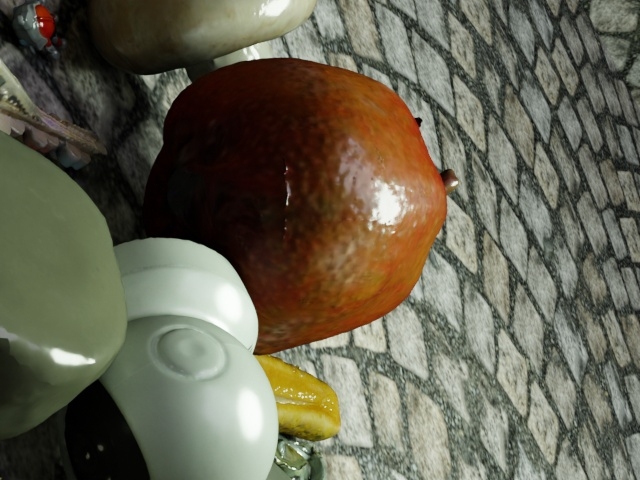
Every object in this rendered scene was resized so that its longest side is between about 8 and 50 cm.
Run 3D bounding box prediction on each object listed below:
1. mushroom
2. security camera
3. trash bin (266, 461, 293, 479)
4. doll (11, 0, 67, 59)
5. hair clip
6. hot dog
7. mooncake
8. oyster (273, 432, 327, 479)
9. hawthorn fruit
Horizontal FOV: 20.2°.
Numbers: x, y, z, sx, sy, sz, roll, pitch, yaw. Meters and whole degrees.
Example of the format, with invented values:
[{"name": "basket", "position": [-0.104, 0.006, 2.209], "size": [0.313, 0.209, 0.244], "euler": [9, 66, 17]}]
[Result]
[{"name": "mushroom", "position": [-0.108, -0.205, 1.804], "size": [0.243, 0.243, 0.243], "euler": [47, 33, -43]}, {"name": "security camera", "position": [-0.127, 0.138, 1.492], "size": [0.194, 0.194, 0.236], "euler": [45, 18, -45]}, {"name": "trash bin", "position": [-0.072, 0.294, 1.643], "size": [0.240, 0.122, 0.164], "euler": [47, 33, -47]}, {"name": "doll", "position": [-0.269, -0.204, 1.692], "size": [0.114, 0.039, 0.057], "euler": [-4, 108, -79]}, {"name": "hair clip", "position": [-0.263, -0.107, 1.622], "size": [0.062, 0.056, 0.214], "euler": [64, 10, 28]}, {"name": "hot dog", "position": [-0.065, 0.156, 1.830], "size": [0.286, 0.061, 0.087], "euler": [31, 45, -53]}, {"name": "mooncake", "position": [-0.270, 0.024, 1.350], "size": [0.275, 0.135, 0.275], "euler": [39, 28, -25]}, {"name": "oyster", "position": [-0.039, 0.233, 1.880], "size": [0.100, 0.037, 0.098], "euler": [26, 26, -31]}, {"name": "hawthorn fruit", "position": [-0.028, -0.031, 1.707], "size": [0.311, 0.295, 0.295], "euler": [10, 63, -65]}]
